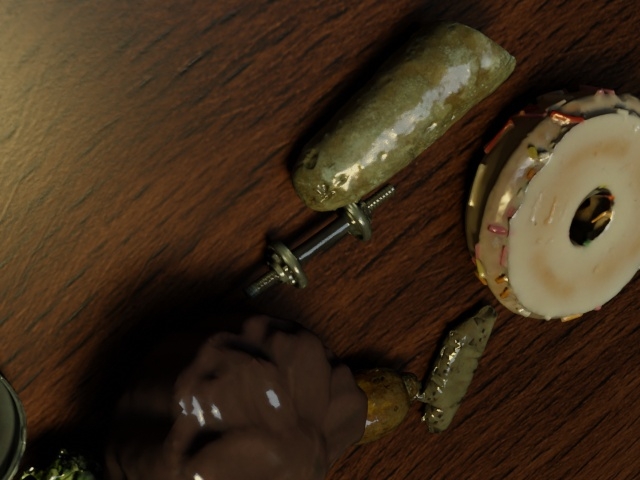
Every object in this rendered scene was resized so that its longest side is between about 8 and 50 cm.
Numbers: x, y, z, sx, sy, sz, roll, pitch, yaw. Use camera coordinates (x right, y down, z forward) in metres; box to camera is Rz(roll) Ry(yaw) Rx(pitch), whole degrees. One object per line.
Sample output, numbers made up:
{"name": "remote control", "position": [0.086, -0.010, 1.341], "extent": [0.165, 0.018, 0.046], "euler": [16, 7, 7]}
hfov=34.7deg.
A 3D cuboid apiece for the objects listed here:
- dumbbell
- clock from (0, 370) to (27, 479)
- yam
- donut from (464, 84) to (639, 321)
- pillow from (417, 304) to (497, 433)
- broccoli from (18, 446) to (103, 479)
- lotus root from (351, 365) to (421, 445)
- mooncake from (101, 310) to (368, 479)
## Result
{"name": "dumbbell", "position": [0.000, 0.000, 1.401], "extent": [0.254, 0.081, 0.081], "euler": [-37, 129, -12]}
{"name": "clock", "position": [-0.496, 0.242, 1.226], "extent": [0.280, 0.055, 0.280], "euler": [-15, 122, -26]}
{"name": "yam", "position": [0.096, -0.163, 1.356], "extent": [0.330, 0.133, 0.133], "euler": [-42, 130, 0]}
{"name": "donut", "position": [0.374, -0.060, 1.572], "extent": [0.382, 0.142, 0.383], "euler": [-15, 121, -27]}
{"name": "pillow", "position": [0.213, 0.210, 1.670], "extent": [0.093, 0.051, 0.241], "euler": [9, 110, -41]}
{"name": "broccoli", "position": [-0.382, 0.387, 1.294], "extent": [0.304, 0.145, 0.165], "euler": [-28, 82, -24]}
{"name": "lotus root", "position": [0.066, 0.250, 1.552], "extent": [0.209, 0.120, 0.120], "euler": [-15, 121, -27]}
{"name": "mooncake", "position": [-0.103, 0.273, 1.306], "extent": [0.350, 0.212, 0.381], "euler": [31, 61, -42]}
